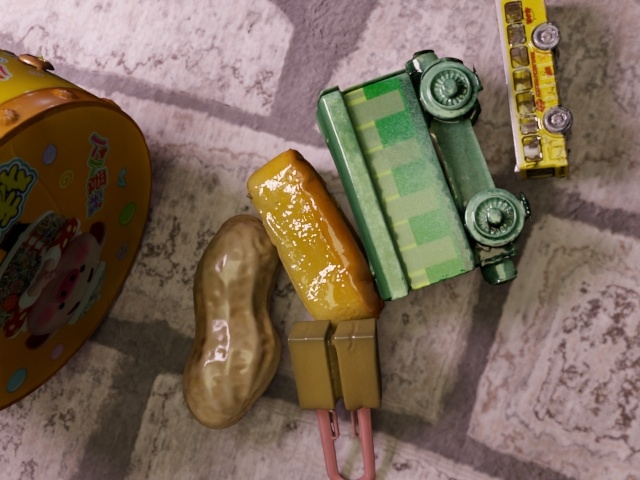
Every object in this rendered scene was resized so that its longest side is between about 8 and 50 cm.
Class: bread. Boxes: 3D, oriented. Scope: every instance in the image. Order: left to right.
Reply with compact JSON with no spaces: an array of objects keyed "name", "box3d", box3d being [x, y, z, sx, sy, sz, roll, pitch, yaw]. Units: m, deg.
[{"name":"bread","box3d":[0.000,0.000,0.980,0.094,0.102,0.246,-32,76,16]}]

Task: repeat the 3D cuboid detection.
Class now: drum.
[{"name":"drum","box3d":[-0.406,-0.018,0.922,0.214,0.431,0.431,27,92,15]}]

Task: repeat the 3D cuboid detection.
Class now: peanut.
[{"name":"peanut","box3d":[-0.106,0.103,0.985,0.125,0.111,0.275,3,87,30]}]

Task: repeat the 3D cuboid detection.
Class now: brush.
[{"name":"brush","box3d":[0.029,0.208,0.949,0.103,0.047,0.234,-4,112,10]}]

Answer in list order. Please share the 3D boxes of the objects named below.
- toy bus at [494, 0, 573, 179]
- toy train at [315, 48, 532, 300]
[{"name":"toy bus","box3d":[0.260,-0.189,0.938,0.074,0.081,0.227,-8,83,15]},{"name":"toy train","box3d":[0.126,-0.075,0.934,0.202,0.120,0.301,-20,81,4]}]
